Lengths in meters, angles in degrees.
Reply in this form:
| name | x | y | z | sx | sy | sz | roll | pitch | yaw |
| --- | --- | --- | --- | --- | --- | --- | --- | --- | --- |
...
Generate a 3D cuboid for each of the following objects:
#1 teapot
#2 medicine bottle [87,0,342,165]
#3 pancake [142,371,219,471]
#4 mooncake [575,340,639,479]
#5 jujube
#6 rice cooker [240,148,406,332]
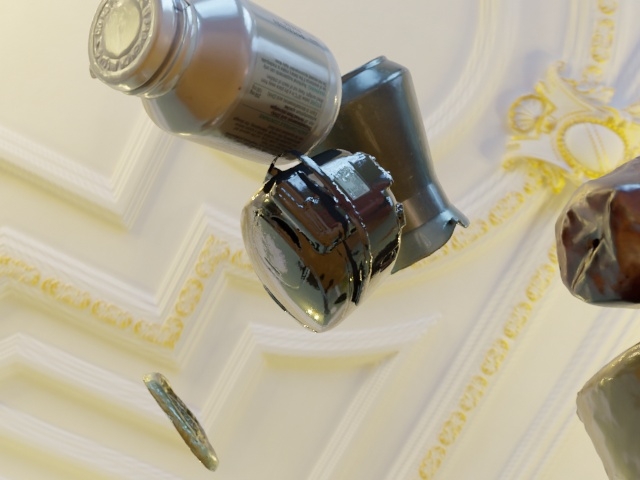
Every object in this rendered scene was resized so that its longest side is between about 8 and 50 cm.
| name | x | y | z | sx | sy | sz | roll | pitch | yaw |
| --- | --- | --- | --- | --- | --- | --- | --- | --- | --- |
| teapot | 0.057 | -0.081 | 1.012 | 0.203 | 0.171 | 0.225 | -23 | -81 | 45 |
| medicine bottle | -0.091 | -0.150 | 0.749 | 0.215 | 0.135 | 0.135 | 13 | -72 | -51 |
| pancake | -0.120 | 0.156 | 0.737 | 0.017 | 0.108 | 0.108 | -36 | -75 | -10 |
| mooncake | 0.572 | 0.240 | 1.167 | 0.394 | 0.393 | 0.246 | -19 | -112 | -3 |
| jujube | 0.539 | -0.027 | 1.296 | 0.376 | 0.258 | 0.258 | -25 | -74 | -16 |
| rice cooker | 0.000 | 0.000 | 0.781 | 0.118 | 0.203 | 0.142 | -34 | -108 | -26 |
